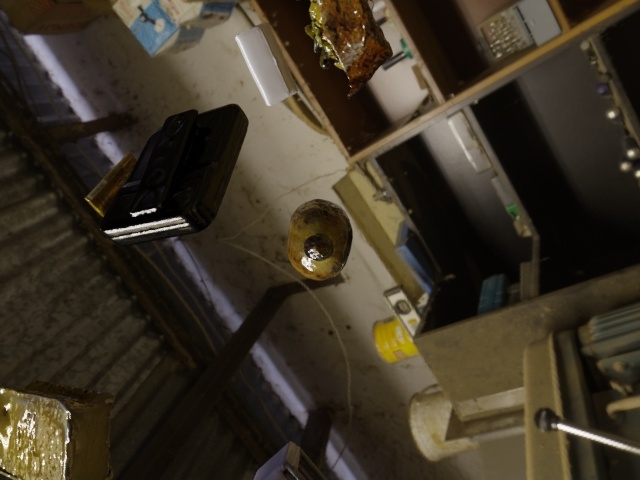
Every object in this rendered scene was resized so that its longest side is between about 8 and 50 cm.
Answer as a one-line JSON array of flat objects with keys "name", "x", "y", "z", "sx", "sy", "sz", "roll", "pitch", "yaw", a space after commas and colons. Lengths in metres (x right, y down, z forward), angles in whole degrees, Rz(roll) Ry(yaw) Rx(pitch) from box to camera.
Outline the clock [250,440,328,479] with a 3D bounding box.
[{"name": "clock", "x": 0.001, "y": 0.342, "z": 0.598, "sx": 0.193, "sy": 0.073, "sz": 0.145, "roll": 47, "pitch": 171, "yaw": 8}]

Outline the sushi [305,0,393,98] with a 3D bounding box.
[{"name": "sushi", "x": 0.048, "y": -0.473, "z": 1.155, "sx": 0.296, "sy": 0.179, "sz": 0.167, "roll": 63, "pitch": -161, "yaw": -5}]

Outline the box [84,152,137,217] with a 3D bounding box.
[{"name": "box", "x": -0.505, "y": -0.136, "z": 1.265, "sx": 0.156, "sy": 0.022, "sz": 0.089, "roll": -54, "pitch": -17, "yaw": -21}]

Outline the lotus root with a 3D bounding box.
[{"name": "lotus root", "x": 0.000, "y": 0.000, "z": 1.099, "sx": 0.314, "sy": 0.141, "sz": 0.169, "roll": -106, "pitch": 23, "yaw": -77}]

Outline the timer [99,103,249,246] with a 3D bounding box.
[{"name": "timer", "x": -0.170, "y": -0.084, "z": 0.596, "sx": 0.055, "sy": 0.144, "sz": 0.187, "roll": 55, "pitch": -145, "yaw": -43}]

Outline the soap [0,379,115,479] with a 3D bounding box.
[{"name": "soap", "x": -0.412, "y": 0.291, "z": 0.770, "sx": 0.076, "sy": 0.233, "sz": 0.135, "roll": 6, "pitch": -98, "yaw": -58}]

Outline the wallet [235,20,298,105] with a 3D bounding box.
[{"name": "wallet", "x": -0.087, "y": -0.289, "z": 0.840, "sx": 0.025, "sy": 0.061, "sz": 0.122, "roll": -115, "pitch": 0, "yaw": -69}]
